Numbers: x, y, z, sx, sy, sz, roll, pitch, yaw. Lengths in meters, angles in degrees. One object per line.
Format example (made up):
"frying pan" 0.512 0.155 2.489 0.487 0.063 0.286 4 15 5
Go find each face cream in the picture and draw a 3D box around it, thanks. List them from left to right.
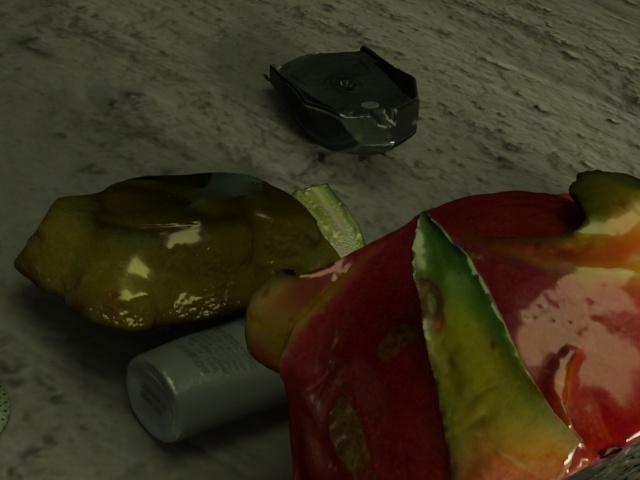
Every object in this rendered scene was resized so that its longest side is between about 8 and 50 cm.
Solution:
"face cream" -0.040 0.085 0.713 0.198 0.057 0.084 -15 42 -40

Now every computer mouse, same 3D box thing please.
"computer mouse" 0.025 -0.145 1.053 0.126 0.071 0.231 -17 34 -19

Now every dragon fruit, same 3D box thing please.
"dragon fruit" 0.103 0.074 0.580 0.291 0.290 0.189 -8 61 -32

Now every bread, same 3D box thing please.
"bread" -0.102 0.001 0.752 0.161 0.088 0.233 16 25 42

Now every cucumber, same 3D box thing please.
"cucumber" 0.000 0.000 0.867 0.067 0.035 0.107 -16 52 -24

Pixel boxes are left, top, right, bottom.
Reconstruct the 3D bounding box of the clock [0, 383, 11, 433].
"clock" -0.239 0.110 0.633 0.074 0.010 0.083 22 34 8
